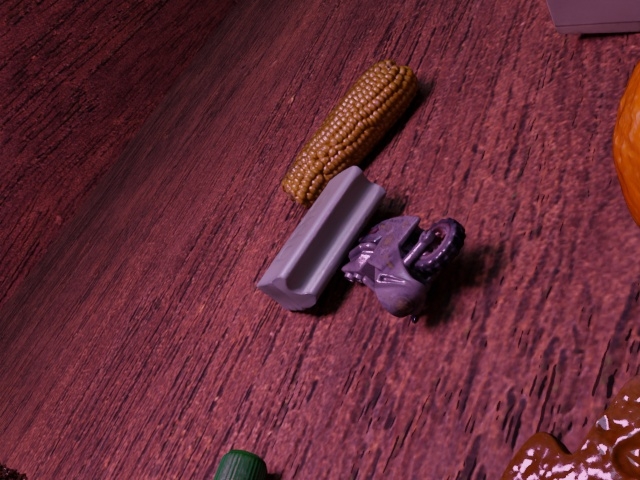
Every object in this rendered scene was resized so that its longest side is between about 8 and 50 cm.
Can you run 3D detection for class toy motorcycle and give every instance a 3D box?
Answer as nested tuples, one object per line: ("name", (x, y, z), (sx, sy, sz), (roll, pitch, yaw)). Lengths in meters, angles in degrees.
("toy motorcycle", (0.087, 0.031, 0.723), (0.122, 0.080, 0.215), (-56, 18, -14))

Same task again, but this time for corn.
("corn", (0.054, -0.185, 1.015), (0.310, 0.101, 0.101), (-49, 28, -6))

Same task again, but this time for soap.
("soap", (0.000, 0.000, 0.858), (0.198, 0.066, 0.119), (-56, 10, -16))

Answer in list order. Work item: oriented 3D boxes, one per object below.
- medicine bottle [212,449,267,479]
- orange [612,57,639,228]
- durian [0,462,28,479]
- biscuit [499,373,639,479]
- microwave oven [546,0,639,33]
("medicine bottle", (-0.119, 0.351, 0.586), (0.111, 0.076, 0.309), (-46, 20, 45))
("orange", (0.310, -0.064, 0.363), (0.246, 0.246, 0.246), (-34, 31, 23))
("durian", (-0.556, 0.441, 0.969), (0.196, 0.167, 0.196), (-5, 32, 3))
("biscuit", (0.167, 0.224, 0.392), (0.301, 0.043, 0.278), (-25, 37, 37))
("microwave oven", (0.377, -0.403, 0.744), (0.145, 0.194, 0.240), (18, 67, 43))
